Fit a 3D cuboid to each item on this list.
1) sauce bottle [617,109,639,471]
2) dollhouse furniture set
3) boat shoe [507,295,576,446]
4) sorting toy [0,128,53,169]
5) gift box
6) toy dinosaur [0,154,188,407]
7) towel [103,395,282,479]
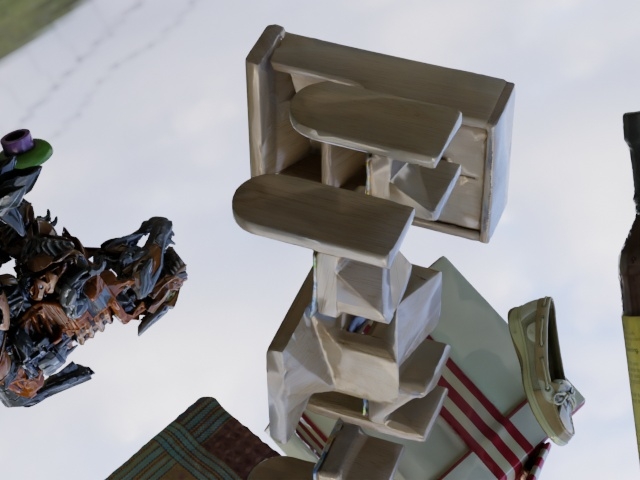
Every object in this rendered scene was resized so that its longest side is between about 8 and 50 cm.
[{"bbox_3d":[0.290,0.065,1.476,0.111,0.344,0.111,-9,-177,0],"label":"sauce bottle"},{"bbox_3d":[0.000,0.000,1.733,0.256,0.362,0.394,14,-135,16],"label":"dollhouse furniture set"},{"bbox_3d":[0.235,0.133,1.912,0.048,0.153,0.056,-24,155,23],"label":"boat shoe"},{"bbox_3d":[-0.273,-0.073,1.540,0.102,0.042,0.061,-18,-154,-1],"label":"sorting toy"},{"bbox_3d":[0.103,0.222,2.056,0.276,0.258,0.255,-41,172,-21],"label":"gift box"},{"bbox_3d":[-0.248,0.040,1.334,0.164,0.218,0.322,18,-143,37],"label":"toy dinosaur"},{"bbox_3d":[-0.150,0.349,1.957,0.370,0.271,0.040,-41,159,-31],"label":"towel"}]
